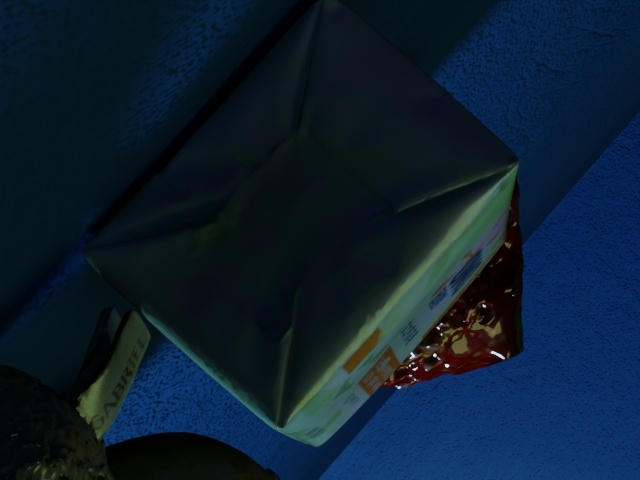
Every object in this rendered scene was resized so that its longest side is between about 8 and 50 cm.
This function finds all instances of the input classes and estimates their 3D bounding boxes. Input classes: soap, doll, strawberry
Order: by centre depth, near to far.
[{"bbox_3d":[-0.152,0.120,0.644,0.221,0.115,0.105,-48,-156,-8],"label":"doll"},{"bbox_3d":[0.000,0.000,0.764,0.182,0.138,0.199,-49,169,-4],"label":"soap"},{"bbox_3d":[0.043,0.014,0.953,0.201,0.184,0.187,-13,162,-18],"label":"strawberry"}]

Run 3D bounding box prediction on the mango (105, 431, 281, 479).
[{"bbox_3d":[-0.165,0.254,0.837,0.384,0.199,0.221,-41,166,-31],"label":"mango"}]
